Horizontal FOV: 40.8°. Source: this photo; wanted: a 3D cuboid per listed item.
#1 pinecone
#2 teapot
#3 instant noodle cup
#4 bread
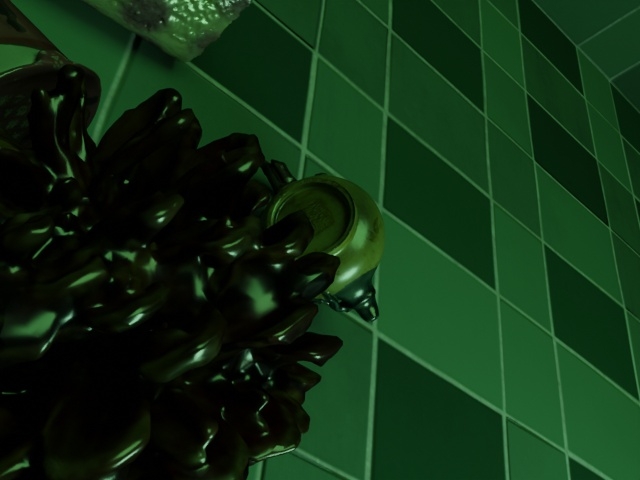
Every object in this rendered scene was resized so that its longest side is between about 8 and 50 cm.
[{"bbox_3d":[-0.179,0.045,0.692,0.398,0.398,0.397,29,45,-34],"label":"pinecone"},{"bbox_3d":[0.000,0.000,1.183,0.269,0.173,0.182,54,-4,30],"label":"teapot"},{"bbox_3d":[-0.353,-0.149,0.811,0.178,0.235,0.235,52,35,8],"label":"instant noodle cup"},{"bbox_3d":[-0.258,-0.383,1.107,0.338,0.187,0.155,28,40,-35],"label":"bread"}]
